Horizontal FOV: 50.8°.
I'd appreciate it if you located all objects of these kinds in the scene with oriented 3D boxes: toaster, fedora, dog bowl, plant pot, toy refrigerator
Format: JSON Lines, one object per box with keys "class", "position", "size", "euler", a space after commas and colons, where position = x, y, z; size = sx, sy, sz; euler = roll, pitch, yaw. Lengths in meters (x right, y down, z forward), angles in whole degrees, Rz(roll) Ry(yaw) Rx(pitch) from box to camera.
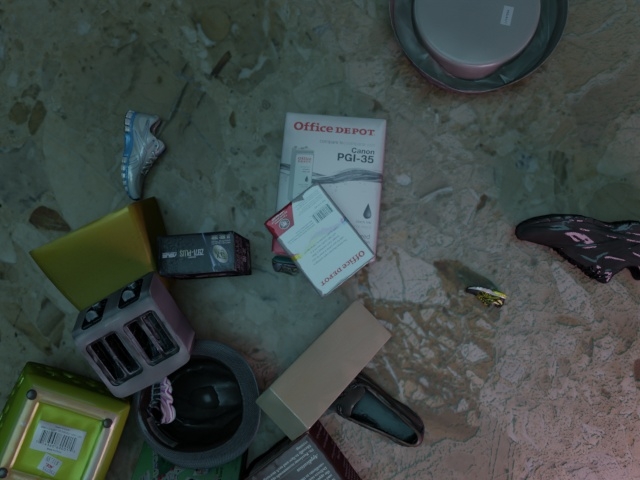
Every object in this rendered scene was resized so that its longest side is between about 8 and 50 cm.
{"class": "toaster", "position": [-0.332, 0.177, 1.223], "size": [0.168, 0.110, 0.186], "euler": [-28, 107, 4]}
{"class": "fedora", "position": [-0.226, 0.314, 1.329], "size": [0.275, 0.124, 0.244], "euler": [-17, 82, 13]}
{"class": "dog bowl", "position": [0.312, -0.460, 1.366], "size": [0.348, 0.102, 0.349], "euler": [0, 87, 3]}
{"class": "plant pot", "position": [-0.486, 0.364, 1.252], "size": [0.228, 0.207, 0.227], "euler": [23, 74, -16]}
{"class": "toy refrigerator", "position": [0.008, 0.241, 1.273], "size": [0.102, 0.094, 0.269], "euler": [45, 53, 5]}
{"class": "plant pot", "position": [-0.402, 0.047, 1.330], "size": [0.212, 0.212, 0.187], "euler": [-24, 97, 1]}

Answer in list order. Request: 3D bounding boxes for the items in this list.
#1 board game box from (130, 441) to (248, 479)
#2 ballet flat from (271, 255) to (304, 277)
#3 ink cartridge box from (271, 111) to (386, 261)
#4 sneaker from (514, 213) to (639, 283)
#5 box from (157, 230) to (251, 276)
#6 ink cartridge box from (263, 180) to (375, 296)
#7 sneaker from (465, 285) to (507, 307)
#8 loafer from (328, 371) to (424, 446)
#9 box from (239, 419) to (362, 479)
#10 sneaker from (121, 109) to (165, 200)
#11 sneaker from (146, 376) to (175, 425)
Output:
{"class": "board game box", "position": [-0.255, 0.486, 1.235], "size": [0.213, 0.317, 0.046], "euler": [-6, 115, 4]}
{"class": "ballet flat", "position": [-0.044, 0.056, 1.386], "size": [0.114, 0.041, 0.041], "euler": [5, 86, 4]}
{"class": "ink cartridge box", "position": [0.019, -0.104, 1.349], "size": [0.207, 0.117, 0.283], "euler": [5, 87, 4]}
{"class": "sneaker", "position": [0.526, 0.015, 1.321], "size": [0.286, 0.109, 0.130], "euler": [7, 93, 6]}
{"class": "box", "position": [-0.223, 0.032, 1.323], "size": [0.147, 0.180, 0.078], "euler": [-4, 84, 2]}
{"class": "ink cartridge box", "position": [0.000, 0.000, 1.248], "size": [0.127, 0.072, 0.175], "euler": [-38, 86, 1]}
{"class": "sneaker", "position": [0.333, 0.114, 1.358], "size": [0.083, 0.031, 0.035], "euler": [14, 87, 4]}
{"class": "loafer", "position": [0.088, 0.323, 1.331], "size": [0.267, 0.084, 0.096], "euler": [28, 88, 5]}
{"class": "box", "position": [-0.024, 0.476, 1.285], "size": [0.168, 0.167, 0.203], "euler": [-37, 85, 0]}
{"class": "sneaker", "position": [-0.367, -0.178, 1.405], "size": [0.082, 0.071, 0.191], "euler": [2, 86, -2]}
{"class": "sneaker", "position": [-0.303, 0.294, 1.250], "size": [0.038, 0.069, 0.098], "euler": [-22, 81, 13]}
